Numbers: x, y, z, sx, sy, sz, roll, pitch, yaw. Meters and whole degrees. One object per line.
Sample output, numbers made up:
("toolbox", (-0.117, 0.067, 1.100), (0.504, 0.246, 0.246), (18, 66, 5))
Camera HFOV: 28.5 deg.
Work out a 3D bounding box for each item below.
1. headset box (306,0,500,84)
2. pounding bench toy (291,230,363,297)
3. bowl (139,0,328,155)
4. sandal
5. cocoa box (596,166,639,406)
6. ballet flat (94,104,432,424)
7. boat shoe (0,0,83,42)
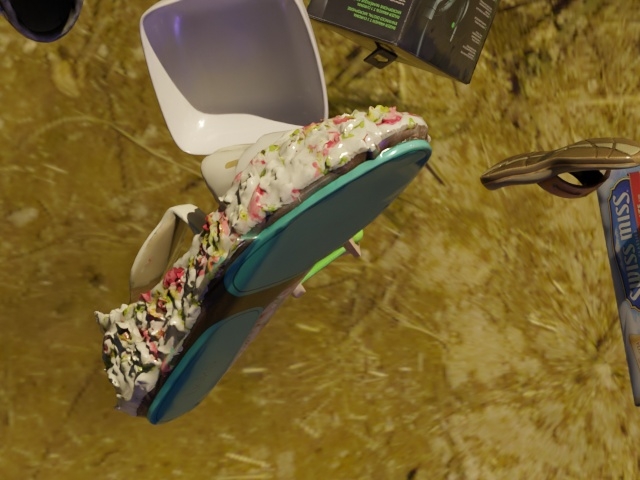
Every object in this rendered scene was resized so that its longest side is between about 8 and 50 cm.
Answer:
("headset box", (0.126, -0.338, 1.509), (0.131, 0.246, 0.283), (23, 97, 26))
("pounding bench toy", (0.000, 0.000, 0.999), (0.065, 0.052, 0.083), (-15, 61, 13))
("bowl", (-0.066, -0.148, 1.041), (0.142, 0.053, 0.142), (-7, 119, 14))
("sandal", (0.238, -0.064, 1.224), (0.180, 0.072, 0.049), (-10, 105, 41))
("cocoa box", (0.557, 0.040, 1.738), (0.228, 0.231, 0.347), (-19, 77, 53))
("ballet flat", (-0.045, 0.002, 0.623), (0.241, 0.091, 0.077), (-46, 68, 31))
("boat shoe", (-0.121, -0.176, 0.519), (0.077, 0.219, 0.070), (-17, 57, -16))
